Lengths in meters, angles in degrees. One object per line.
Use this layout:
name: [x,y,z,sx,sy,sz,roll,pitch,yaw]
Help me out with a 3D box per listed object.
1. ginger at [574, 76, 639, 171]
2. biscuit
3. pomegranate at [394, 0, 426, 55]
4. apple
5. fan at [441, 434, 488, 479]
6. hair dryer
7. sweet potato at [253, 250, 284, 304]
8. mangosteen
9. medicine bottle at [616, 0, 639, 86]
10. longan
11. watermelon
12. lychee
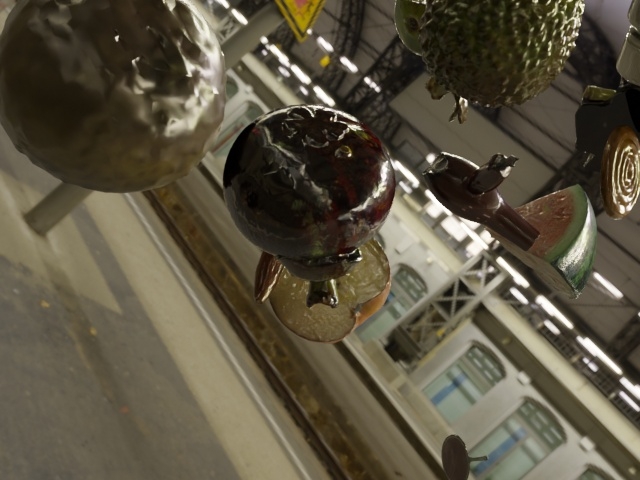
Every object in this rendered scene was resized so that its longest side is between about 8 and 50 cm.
ginger: [0.929,-0.371,1.897,0.358,0.211,0.413,-12,-41,45]
biscuit: [0.825,-0.184,1.746,0.037,0.262,0.262,8,-30,43]
pomegranate: [0.276,-0.560,1.625,0.241,0.189,0.159,-99,-174,-48]
apple: [0.032,0.122,1.536,0.251,0.293,0.163,47,-10,24]
fan: [0.237,0.364,1.063,0.133,0.005,0.085,138,-49,-60]
hair dryer: [0.393,-0.103,1.398,0.312,0.123,0.340,36,-10,-1]
sweet potato: [-0.100,0.018,1.418,0.058,0.256,0.078,9,-8,36]
mangosteen: [-0.017,-0.039,0.873,0.231,0.231,0.289,-131,-144,-51]
medicine bottle: [0.754,-0.494,1.313,0.208,0.208,0.340,49,-31,40]
longan: [-0.355,-0.273,1.096,0.391,0.391,0.391,49,0,0]
watermelon: [0.589,-0.019,1.651,0.292,0.283,0.250,14,-16,1]
lychee: [0.297,-0.350,1.081,0.270,0.270,0.320,49,-7,-7]
